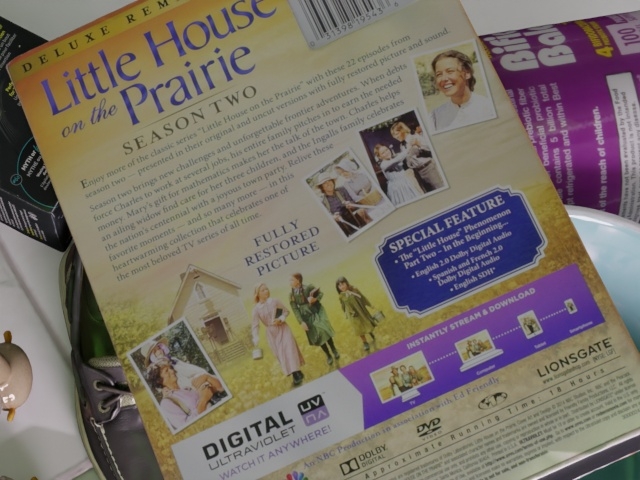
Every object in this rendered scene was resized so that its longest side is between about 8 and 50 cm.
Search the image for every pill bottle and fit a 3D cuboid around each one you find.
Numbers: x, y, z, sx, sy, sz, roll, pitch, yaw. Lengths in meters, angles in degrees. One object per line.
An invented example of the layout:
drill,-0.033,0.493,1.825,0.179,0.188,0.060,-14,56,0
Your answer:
pill bottle,0.122,-0.069,1.235,0.301,0.169,0.169,-10,74,-8

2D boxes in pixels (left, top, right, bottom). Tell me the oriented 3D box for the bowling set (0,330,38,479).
bowling set,-0.279,0.208,1.156,0.200,0.154,0.287,-12,75,12

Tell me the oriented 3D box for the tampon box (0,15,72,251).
tampon box,-0.238,-0.088,1.250,0.161,0.101,0.120,27,72,5

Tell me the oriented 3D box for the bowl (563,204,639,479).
bowl,0.151,0.144,1.176,0.311,0.163,0.311,1,73,-4

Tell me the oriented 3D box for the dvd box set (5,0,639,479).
dvd box set,0.000,0.000,1.099,0.307,0.062,0.420,-25,69,1

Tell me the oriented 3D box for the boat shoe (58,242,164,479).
boat shoe,-0.146,0.094,1.215,0.080,0.073,0.223,-14,74,-8
